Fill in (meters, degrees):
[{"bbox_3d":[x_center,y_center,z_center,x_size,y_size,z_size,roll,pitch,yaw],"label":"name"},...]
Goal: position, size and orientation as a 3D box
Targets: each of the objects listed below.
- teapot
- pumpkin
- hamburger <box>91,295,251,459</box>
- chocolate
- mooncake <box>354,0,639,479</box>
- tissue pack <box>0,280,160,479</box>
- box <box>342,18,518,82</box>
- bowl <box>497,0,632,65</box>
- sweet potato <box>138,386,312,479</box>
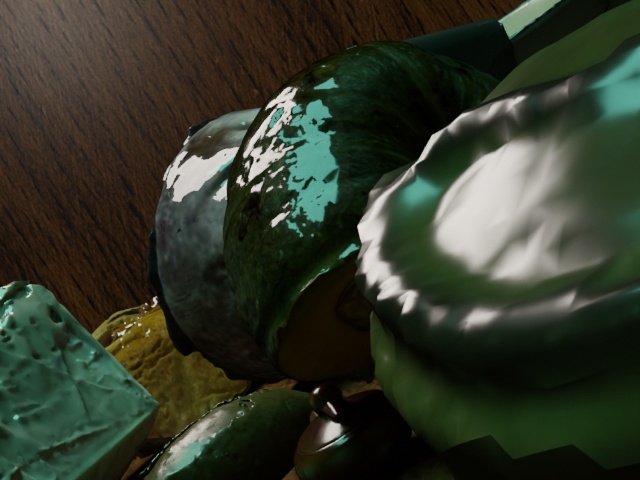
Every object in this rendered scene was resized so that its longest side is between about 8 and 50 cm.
[{"bbox_3d":[0.018,0.141,1.133,0.098,0.078,0.129,-35,6,-3],"label":"teapot"},{"bbox_3d":[0.054,-0.025,1.177,0.325,0.232,0.242,-6,-43,-35],"label":"pumpkin"},{"bbox_3d":[-0.194,0.162,1.735,0.282,0.245,0.155,14,-30,-30],"label":"hamburger"},{"bbox_3d":[0.000,0.000,1.541,0.213,0.303,0.303,-9,24,50],"label":"chocolate"},{"bbox_3d":[0.217,-0.011,0.538,0.394,0.246,0.393,-39,13,-7],"label":"mooncake"},{"bbox_3d":[-0.351,0.248,1.311,0.297,0.207,0.380,-37,-12,-46],"label":"tissue pack"},{"bbox_3d":[0.124,-0.066,1.412,0.178,0.274,0.138,-23,1,-28],"label":"box"},{"bbox_3d":[0.240,-0.158,1.739,0.354,0.185,0.354,-35,6,4],"label":"bowl"},{"bbox_3d":[-0.096,0.201,1.203,0.310,0.098,0.124,-34,-9,-15],"label":"sweet potato"}]
